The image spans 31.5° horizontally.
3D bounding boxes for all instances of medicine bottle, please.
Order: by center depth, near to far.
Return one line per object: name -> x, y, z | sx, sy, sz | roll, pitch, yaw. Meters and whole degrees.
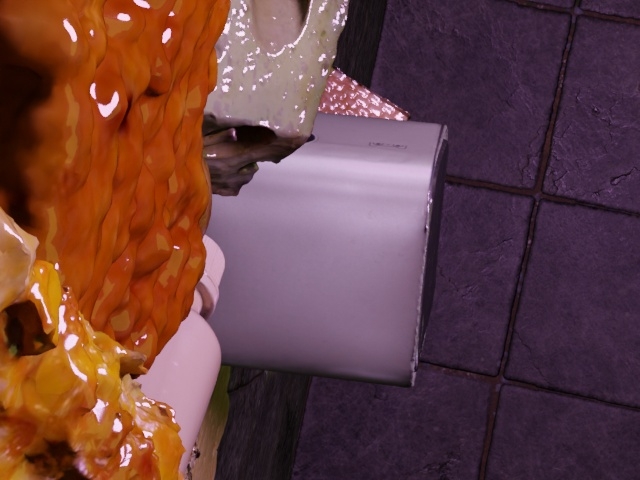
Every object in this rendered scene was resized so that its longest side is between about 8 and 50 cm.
medicine bottle -> -0.134, 0.097, 0.836 | 0.114, 0.114, 0.252 | 96, 8, -47

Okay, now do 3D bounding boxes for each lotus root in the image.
lotus root -> -0.067, -0.201, 0.883 | 0.210, 0.142, 0.314 | -10, -112, 58

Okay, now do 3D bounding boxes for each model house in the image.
model house -> 0.010, -0.140, 1.710 | 0.172, 0.166, 0.183 | -62, -174, -14

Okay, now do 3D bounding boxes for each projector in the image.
projector -> 0.000, 0.000, 1.217 | 0.248, 0.249, 0.248 | -65, 160, -68

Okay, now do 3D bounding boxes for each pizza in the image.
pizza -> -0.136, 0.122, 0.458 | 0.226, 0.086, 0.335 | -2, 123, -41

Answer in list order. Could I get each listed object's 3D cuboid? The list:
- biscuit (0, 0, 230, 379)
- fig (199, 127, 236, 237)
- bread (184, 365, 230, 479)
biscuit -> -0.135, -0.025, 0.604 | 0.312, 0.111, 0.318 | -59, 160, -67
fig -> -0.109, -0.043, 0.805 | 0.125, 0.089, 0.089 | -54, -174, 26
bread -> -0.152, 0.256, 1.368 | 0.182, 0.039, 0.250 | 30, 71, -85
